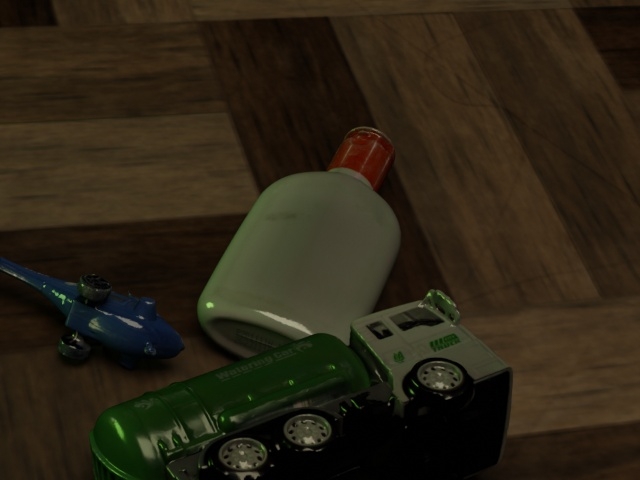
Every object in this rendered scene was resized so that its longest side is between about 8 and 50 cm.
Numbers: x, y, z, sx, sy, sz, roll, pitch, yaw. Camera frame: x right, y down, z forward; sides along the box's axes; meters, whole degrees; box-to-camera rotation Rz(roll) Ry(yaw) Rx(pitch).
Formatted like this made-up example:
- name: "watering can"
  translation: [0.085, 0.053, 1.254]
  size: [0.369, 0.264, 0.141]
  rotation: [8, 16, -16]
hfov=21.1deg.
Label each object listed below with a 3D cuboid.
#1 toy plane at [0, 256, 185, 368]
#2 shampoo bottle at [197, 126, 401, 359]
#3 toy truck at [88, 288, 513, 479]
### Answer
- name: "toy plane"
  translation: [-0.161, 0.036, 1.109]
  size: [0.167, 0.054, 0.062]
  rotation: [24, 19, 10]
- name: "shampoo bottle"
  translation: [0.000, 0.000, 1.178]
  size: [0.108, 0.051, 0.221]
  rotation: [18, 44, 9]
- name: "toy truck"
  translation: [-0.011, 0.116, 1.024]
  size: [0.242, 0.101, 0.125]
  rotation: [-17, 39, -25]
